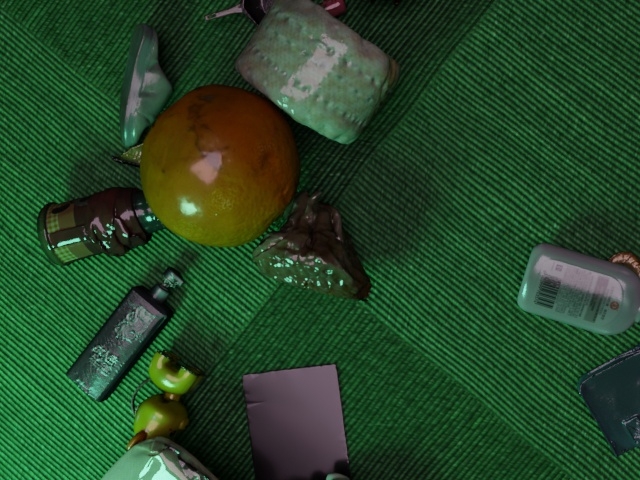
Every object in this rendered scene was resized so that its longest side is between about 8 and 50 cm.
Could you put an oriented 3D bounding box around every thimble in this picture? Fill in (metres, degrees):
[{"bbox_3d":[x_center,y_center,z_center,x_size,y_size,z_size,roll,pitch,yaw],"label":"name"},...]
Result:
[{"bbox_3d":[0.000,-0.317,1.650,0.291,0.291,0.195,37,99,7],"label":"thimble"}]

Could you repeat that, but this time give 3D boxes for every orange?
[{"bbox_3d":[-0.184,-0.136,1.636,0.312,0.312,0.312,0,90,9],"label":"orange"}]

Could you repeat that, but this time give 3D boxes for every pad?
[{"bbox_3d":[-0.046,0.410,1.789,0.202,0.005,0.300,-8,89,9],"label":"pad"}]

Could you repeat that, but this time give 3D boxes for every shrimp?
[{"bbox_3d":[0.586,0.080,1.678,0.083,0.023,0.114,-35,79,10],"label":"shrimp"}]

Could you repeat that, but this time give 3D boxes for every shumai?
[{"bbox_3d":[-0.003,-0.001,1.689,0.218,0.184,0.185,16,95,26],"label":"shumai"}]

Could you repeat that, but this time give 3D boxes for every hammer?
[{"bbox_3d":[0.011,-0.460,1.763,0.083,0.043,0.043,-24,86,10],"label":"hammer"}]

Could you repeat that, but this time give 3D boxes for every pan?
[{"bbox_3d":[-0.126,-0.491,1.780,0.202,0.048,0.128,8,90,8],"label":"pan"}]

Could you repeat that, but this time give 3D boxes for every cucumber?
[{"bbox_3d":[-0.318,-0.167,1.815,0.220,0.046,0.070,17,90,7],"label":"cucumber"}]

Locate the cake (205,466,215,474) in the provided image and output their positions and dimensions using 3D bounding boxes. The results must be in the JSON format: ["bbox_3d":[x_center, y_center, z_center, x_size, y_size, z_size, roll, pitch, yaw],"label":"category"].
[{"bbox_3d":[-0.245,0.572,1.772,0.099,0.100,0.235,-16,87,10],"label":"cake"}]

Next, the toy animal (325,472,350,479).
[{"bbox_3d":[-0.052,0.552,1.702,0.325,0.154,0.208,6,112,-3],"label":"toy animal"}]

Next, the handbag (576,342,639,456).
[{"bbox_3d":[0.618,0.289,1.656,0.229,0.062,0.179,-31,88,8],"label":"handbag"}]

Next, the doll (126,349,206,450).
[{"bbox_3d":[-0.326,0.340,1.772,0.135,0.143,0.221,27,88,9],"label":"doll"}]

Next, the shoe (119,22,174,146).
[{"bbox_3d":[-0.352,-0.312,1.799,0.100,0.103,0.251,6,102,-22],"label":"shoe"}]

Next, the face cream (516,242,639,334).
[{"bbox_3d":[0.525,0.104,1.651,0.291,0.071,0.144,16,108,13],"label":"face cream"}]

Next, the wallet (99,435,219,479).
[{"bbox_3d":[-0.290,0.530,1.695,0.335,0.068,0.275,42,113,10],"label":"wallet"}]

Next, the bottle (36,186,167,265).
[{"bbox_3d":[-0.424,-0.039,1.787,0.271,0.143,0.156,-13,49,12],"label":"bottle"}]

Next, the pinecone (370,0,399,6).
[{"bbox_3d":[0.098,-0.585,1.662,0.246,0.246,0.292,-25,103,8],"label":"pinecone"}]

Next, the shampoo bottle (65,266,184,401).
[{"bbox_3d":[-0.390,0.183,1.814,0.098,0.071,0.309,39,94,10],"label":"shampoo bottle"}]
